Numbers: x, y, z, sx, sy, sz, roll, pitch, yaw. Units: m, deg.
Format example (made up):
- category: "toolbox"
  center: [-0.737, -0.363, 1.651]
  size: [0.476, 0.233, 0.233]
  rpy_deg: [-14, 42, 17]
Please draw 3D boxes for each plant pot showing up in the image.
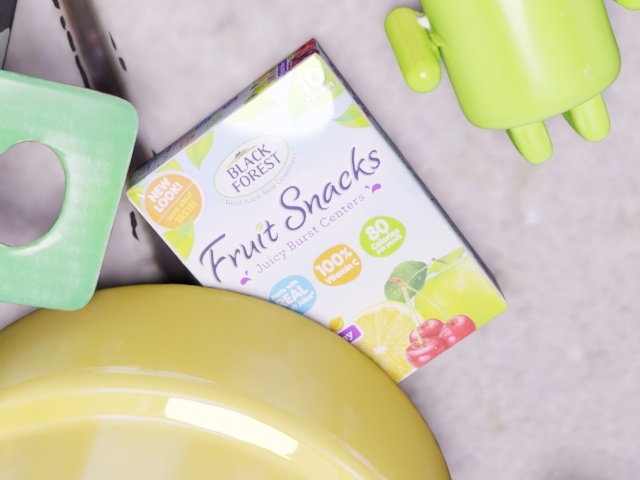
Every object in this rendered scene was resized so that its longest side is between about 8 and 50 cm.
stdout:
- category: "plant pot"
  center: [-0.073, 0.180, 0.445]
  size: [0.254, 0.239, 0.254]
  rpy_deg: [2, 117, 4]

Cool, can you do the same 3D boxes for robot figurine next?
- category: "robot figurine"
  center: [0.077, -0.090, 0.464]
  size: [0.101, 0.067, 0.115]
  rpy_deg: [-20, 108, 8]

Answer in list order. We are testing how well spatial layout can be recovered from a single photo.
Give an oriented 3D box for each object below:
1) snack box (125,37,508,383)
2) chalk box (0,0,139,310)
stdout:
- category: "snack box"
  center: [0.000, 0.000, 0.509]
  size: [0.100, 0.037, 0.141]
  rpy_deg: [-35, 108, 9]
- category: "chalk box"
  center: [-0.215, -0.044, 0.414]
  size: [0.289, 0.179, 0.180]
  rpy_deg: [16, 109, -7]
